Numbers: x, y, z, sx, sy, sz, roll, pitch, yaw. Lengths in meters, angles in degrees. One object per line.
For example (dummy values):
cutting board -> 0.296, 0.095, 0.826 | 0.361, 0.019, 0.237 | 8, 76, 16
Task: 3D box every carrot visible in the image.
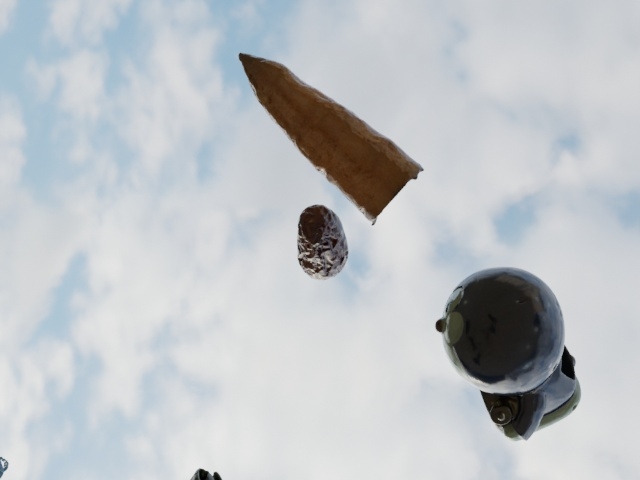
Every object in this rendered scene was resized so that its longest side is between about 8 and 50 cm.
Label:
carrot -> 0.000, -0.108, 0.906 | 0.205, 0.072, 0.072 | 44, -69, 7

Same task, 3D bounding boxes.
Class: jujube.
jujube -> 0.000, 0.000, 1.391 | 0.077, 0.129, 0.077 | -5, -130, 6

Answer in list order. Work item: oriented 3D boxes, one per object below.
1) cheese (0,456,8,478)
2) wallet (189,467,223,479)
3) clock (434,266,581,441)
cheese -> -0.311, 0.193, 0.801 | 0.017, 0.111, 0.047 | -112, -167, -60
wallet -> -0.176, 0.443, 1.307 | 0.236, 0.055, 0.160 | -65, -151, 14
clock -> 0.236, 0.130, 1.209 | 0.146, 0.243, 0.200 | -17, -125, 17
